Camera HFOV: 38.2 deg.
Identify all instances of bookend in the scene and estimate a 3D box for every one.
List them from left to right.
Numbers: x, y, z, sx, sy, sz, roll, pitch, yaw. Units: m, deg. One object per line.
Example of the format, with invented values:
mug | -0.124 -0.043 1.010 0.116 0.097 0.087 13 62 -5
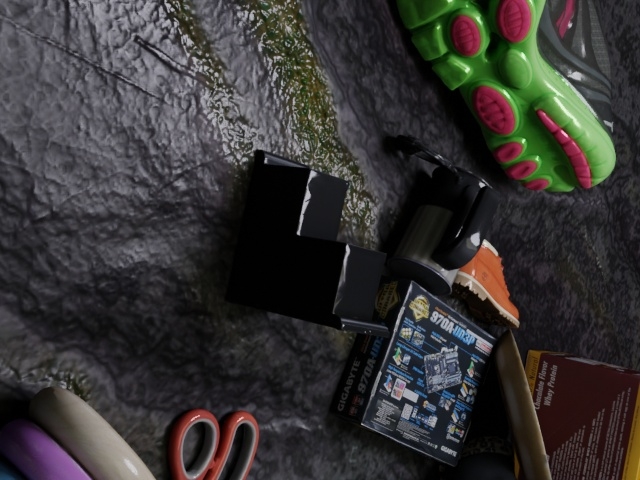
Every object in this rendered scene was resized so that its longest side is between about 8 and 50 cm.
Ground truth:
bookend | 0.000 0.000 0.887 0.072 0.156 0.157 15 85 -47

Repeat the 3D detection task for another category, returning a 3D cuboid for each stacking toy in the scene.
stacking toy | -0.277 0.264 0.675 0.330 0.141 0.141 -42 126 -25

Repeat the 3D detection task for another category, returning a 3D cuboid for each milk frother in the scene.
milk frother | 0.122 -0.032 1.071 0.143 0.129 0.135 29 70 -1

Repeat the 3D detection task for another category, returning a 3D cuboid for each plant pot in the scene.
plant pot | 0.264 0.235 1.218 0.236 0.032 0.236 -14 90 -82

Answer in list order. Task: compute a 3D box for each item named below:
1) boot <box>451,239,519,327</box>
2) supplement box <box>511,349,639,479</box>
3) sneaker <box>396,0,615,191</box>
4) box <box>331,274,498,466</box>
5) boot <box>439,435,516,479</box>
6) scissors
boot | 0.225 0.058 1.214 0.158 0.059 0.085 43 61 -41
supplement box | 0.399 0.273 1.334 0.129 0.194 0.191 11 89 -47
sneaker | 0.227 -0.266 1.102 0.483 0.185 0.202 57 39 -40
box | 0.121 0.163 1.123 0.220 0.051 0.175 33 73 -45
boot | 0.157 0.352 1.153 0.085 0.236 0.178 53 16 -14
scissors | -0.141 0.301 0.889 0.109 0.021 0.297 31 74 -45
